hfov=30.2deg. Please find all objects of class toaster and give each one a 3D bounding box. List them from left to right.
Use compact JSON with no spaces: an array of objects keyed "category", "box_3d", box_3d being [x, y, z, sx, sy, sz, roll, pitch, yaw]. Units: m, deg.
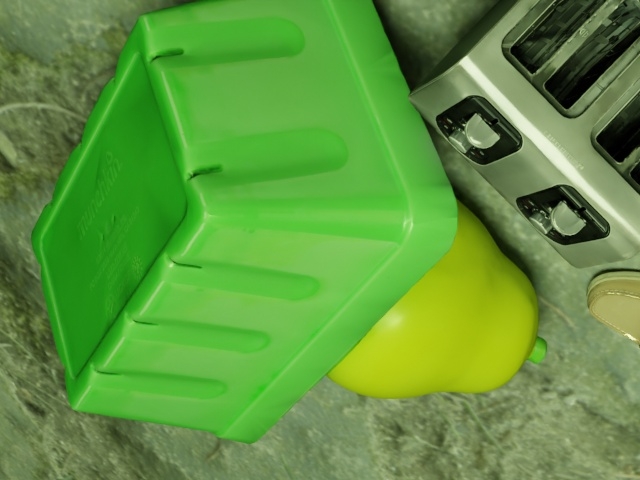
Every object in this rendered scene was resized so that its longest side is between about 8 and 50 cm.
[{"category":"toaster","box_3d":[0.179,-0.097,0.752,0.168,0.186,0.110,45,174,-6]}]

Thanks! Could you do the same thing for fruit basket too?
[{"category":"fruit basket","box_3d":[0.000,0.000,0.938,0.392,0.283,0.392,-16,155,-8]}]

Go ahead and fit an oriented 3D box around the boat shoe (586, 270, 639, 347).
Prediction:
[{"category":"boat shoe","box_3d":[0.292,0.078,0.950,0.170,0.059,0.063,20,137,8]}]
